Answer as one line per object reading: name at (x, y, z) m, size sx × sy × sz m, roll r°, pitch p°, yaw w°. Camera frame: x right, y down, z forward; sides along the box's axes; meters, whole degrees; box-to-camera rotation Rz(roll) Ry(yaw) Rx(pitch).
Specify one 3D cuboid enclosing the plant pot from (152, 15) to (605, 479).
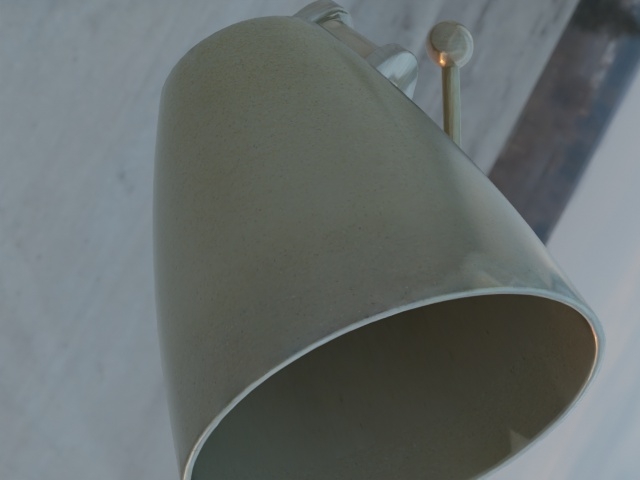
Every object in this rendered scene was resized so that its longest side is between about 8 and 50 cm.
plant pot at (0.000, 0.000, 0.937) m, size 0.256 × 0.274 × 0.256 m, roll -16°, pitch 147°, yaw -11°

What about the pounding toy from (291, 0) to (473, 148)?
pounding toy at (0.027, -0.069, 1.130) m, size 0.269 × 0.155 × 0.154 m, roll -53°, pitch 163°, yaw -6°
